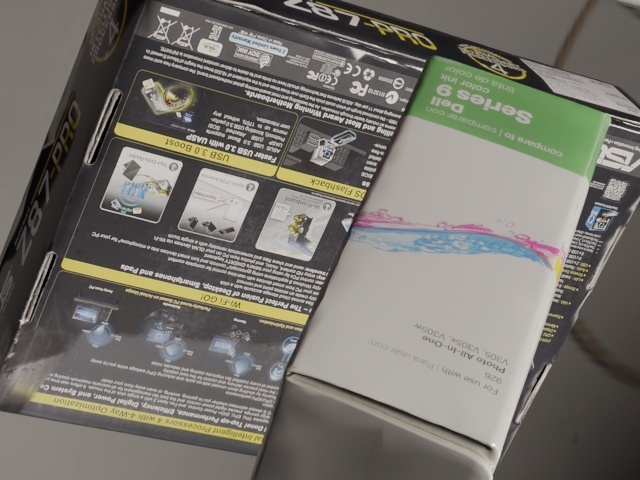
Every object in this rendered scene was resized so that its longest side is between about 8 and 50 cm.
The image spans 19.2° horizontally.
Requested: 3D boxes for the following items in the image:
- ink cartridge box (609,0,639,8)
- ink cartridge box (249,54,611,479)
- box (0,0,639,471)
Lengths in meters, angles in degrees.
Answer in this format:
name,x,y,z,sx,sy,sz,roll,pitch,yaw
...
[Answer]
name,x,y,z,sx,sy,sz,roll,pitch,yaw
ink cartridge box,0.132,-0.189,0.787,0.371,0.069,0.175,13,104,-10
ink cartridge box,0.041,0.048,0.807,0.093,0.154,0.212,20,45,3
box,0.000,0.000,1.292,0.395,0.318,0.097,13,22,-26
